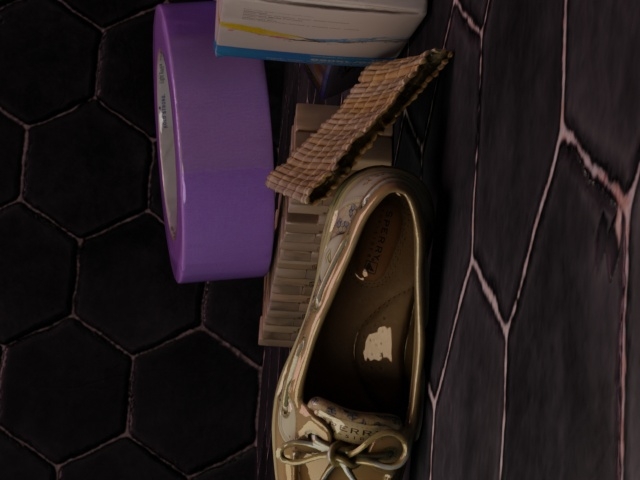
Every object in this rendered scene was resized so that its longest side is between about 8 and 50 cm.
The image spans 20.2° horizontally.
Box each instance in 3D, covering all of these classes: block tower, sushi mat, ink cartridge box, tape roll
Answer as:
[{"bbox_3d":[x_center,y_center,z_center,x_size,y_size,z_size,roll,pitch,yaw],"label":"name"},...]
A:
[{"bbox_3d":[0.000,0.000,1.731,0.335,0.097,0.091,100,173,-59],"label":"block tower"},{"bbox_3d":[0.022,-0.091,1.421,0.151,0.019,0.316,-49,8,-2],"label":"sushi mat"},{"bbox_3d":[0.000,-0.254,1.523,0.233,0.168,0.171,135,139,-83],"label":"ink cartridge box"},{"bbox_3d":[-0.108,-0.097,1.768,0.275,0.090,0.274,176,90,-82],"label":"tape roll"}]

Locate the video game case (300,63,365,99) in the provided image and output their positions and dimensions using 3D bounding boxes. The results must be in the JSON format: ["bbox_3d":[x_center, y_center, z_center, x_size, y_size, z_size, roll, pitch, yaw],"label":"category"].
[{"bbox_3d":[-0.028,-0.308,1.796,0.269,0.061,0.244,59,164,14],"label":"video game case"}]

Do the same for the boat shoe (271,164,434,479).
[{"bbox_3d":[0.023,0.090,1.264,0.089,0.105,0.285,-99,15,-83],"label":"boat shoe"}]
